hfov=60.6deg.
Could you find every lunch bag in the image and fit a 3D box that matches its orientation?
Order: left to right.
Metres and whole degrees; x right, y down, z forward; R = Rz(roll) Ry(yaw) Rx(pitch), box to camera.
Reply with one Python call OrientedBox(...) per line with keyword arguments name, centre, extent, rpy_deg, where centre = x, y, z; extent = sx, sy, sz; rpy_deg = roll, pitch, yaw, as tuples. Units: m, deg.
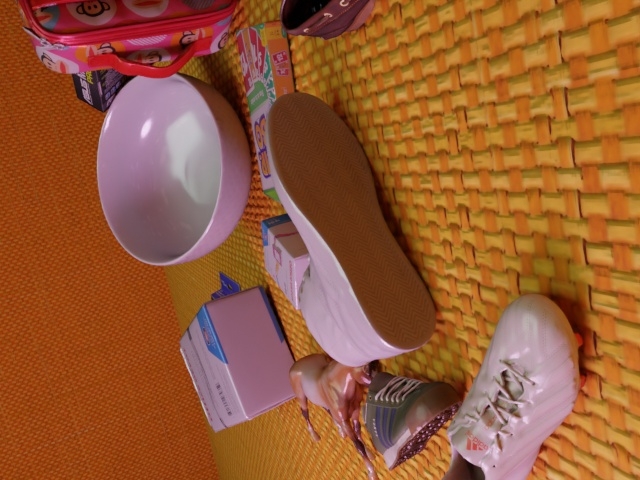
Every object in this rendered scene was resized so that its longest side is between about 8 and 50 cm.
OrientedBox(name="lunch bag", centre=(-0.277, -0.349, 0.781), extent=(0.258, 0.293, 0.120), rpy_deg=(67, 157, 9))

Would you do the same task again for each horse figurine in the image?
OrientedBox(name="horse figurine", centre=(0.015, 0.223, 0.779), extent=(0.263, 0.066, 0.174), rpy_deg=(0, 111, 65))

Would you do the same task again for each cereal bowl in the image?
OrientedBox(name="cereal bowl", centre=(-0.246, -0.125, 0.983), extent=(0.339, 0.141, 0.339), rpy_deg=(3, 94, 37))

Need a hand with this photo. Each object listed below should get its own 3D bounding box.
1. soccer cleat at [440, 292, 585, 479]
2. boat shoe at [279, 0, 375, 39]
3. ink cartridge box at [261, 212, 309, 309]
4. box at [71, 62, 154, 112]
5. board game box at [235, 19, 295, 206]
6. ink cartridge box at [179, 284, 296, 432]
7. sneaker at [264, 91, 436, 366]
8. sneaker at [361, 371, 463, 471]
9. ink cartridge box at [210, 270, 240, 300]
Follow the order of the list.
OrientedBox(name="soccer cleat", centre=(0.134, 0.126, 0.399), extent=(0.068, 0.076, 0.196), rpy_deg=(49, 147, 48))
OrientedBox(name="boat shoe", centre=(0.023, -0.226, 0.434), extent=(0.207, 0.073, 0.073), rpy_deg=(-40, 67, 66))
OrientedBox(name="ink cartridge box", centre=(-0.038, 0.028, 0.787), extent=(0.122, 0.052, 0.088), rpy_deg=(44, 143, 50))
OrientedBox(name="box", centre=(-0.332, -0.387, 0.962), extent=(0.060, 0.270, 0.216), rpy_deg=(31, 152, 1))
OrientedBox(name="board game box", centre=(-0.063, -0.157, 0.749), extent=(0.124, 0.039, 0.259), rpy_deg=(31, 136, 61))
OrientedBox(name="ink cartridge box", centre=(-0.174, 0.252, 1.122), extent=(0.223, 0.129, 0.307), rpy_deg=(65, 151, 12))
OrientedBox(name="sneaker", centre=(0.000, 0.000, 0.600), extent=(0.292, 0.108, 0.169), rpy_deg=(67, 154, 14))
OrientedBox(name="sneaker", centre=(0.081, 0.176, 0.577), extent=(0.086, 0.064, 0.192), rpy_deg=(56, 156, 28))
OrientedBox(name="ink cartridge box", centre=(-0.229, 0.195, 1.387), extent=(0.206, 0.045, 0.208), rpy_deg=(-167, 65, -66))
